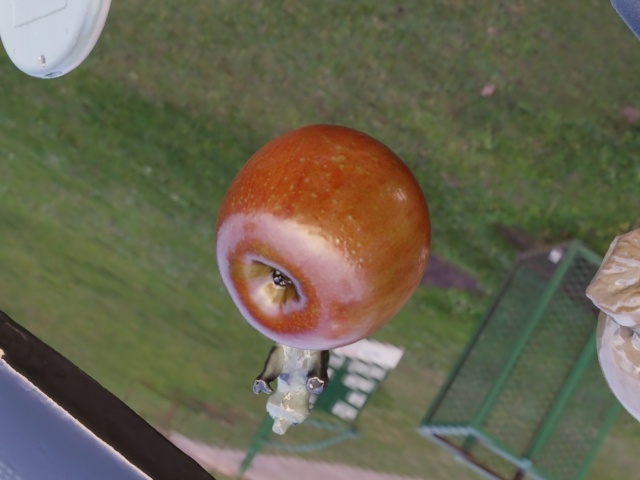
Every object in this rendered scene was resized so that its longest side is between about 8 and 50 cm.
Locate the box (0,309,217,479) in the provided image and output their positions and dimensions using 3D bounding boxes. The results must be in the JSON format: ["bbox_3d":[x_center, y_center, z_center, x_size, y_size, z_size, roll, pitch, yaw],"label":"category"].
[{"bbox_3d":[-0.219,0.194,1.104,0.290,0.073,0.289,37,137,6],"label":"box"}]

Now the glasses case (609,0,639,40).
[{"bbox_3d":[0.450,-0.242,1.664,0.266,0.103,0.067,54,-153,16],"label":"glasses case"}]

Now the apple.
[{"bbox_3d":[0.000,0.000,1.131,0.181,0.168,0.181,20,133,22],"label":"apple"}]

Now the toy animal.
[{"bbox_3d":[-0.028,0.123,1.691,0.094,0.225,0.121,2,180,7],"label":"toy animal"}]

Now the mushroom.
[{"bbox_3d":[0.455,0.107,1.718,0.290,0.297,0.297,20,176,-40],"label":"mushroom"}]

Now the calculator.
[{"bbox_3d":[-0.244,-0.294,1.263,0.042,0.295,0.184,6,169,-44],"label":"calculator"}]
